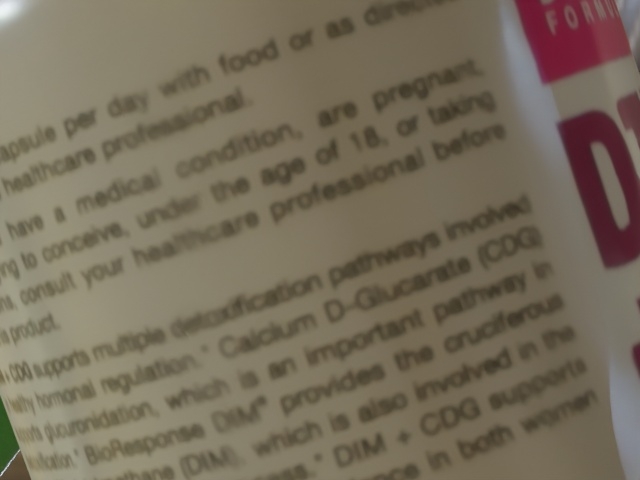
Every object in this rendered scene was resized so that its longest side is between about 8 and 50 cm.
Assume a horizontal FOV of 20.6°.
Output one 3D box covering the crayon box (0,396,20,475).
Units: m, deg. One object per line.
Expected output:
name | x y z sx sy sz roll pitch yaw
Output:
crayon box | -0.158 0.001 1.066 0.081 0.202 0.318 30 -57 -13

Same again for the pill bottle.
pill bottle | 0.000 0.000 0.401 0.160 0.283 0.160 -20 3 1
